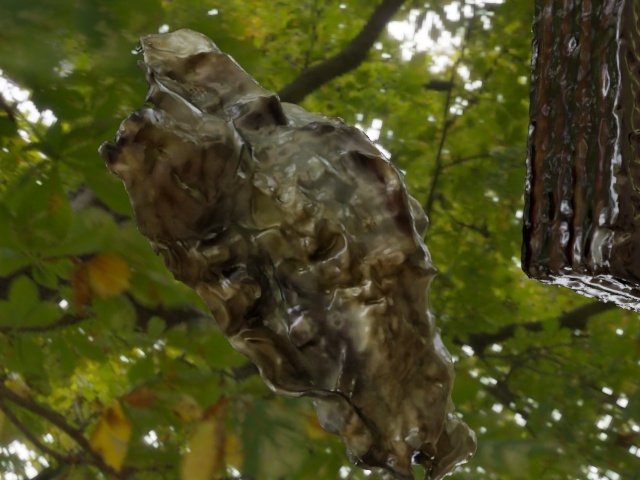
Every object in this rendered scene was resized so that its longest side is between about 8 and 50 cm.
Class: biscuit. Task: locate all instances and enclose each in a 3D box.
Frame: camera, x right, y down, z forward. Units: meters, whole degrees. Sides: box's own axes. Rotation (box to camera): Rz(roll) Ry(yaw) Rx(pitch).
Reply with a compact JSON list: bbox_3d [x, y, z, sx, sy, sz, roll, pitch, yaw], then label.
[{"bbox_3d":[0.176,-0.147,0.587,0.107,0.073,0.388,16,-110,-31],"label":"biscuit"}]

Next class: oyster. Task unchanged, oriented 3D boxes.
[{"bbox_3d":[0.003,-0.002,0.698,0.354,0.107,0.201,53,-147,-9],"label":"oyster"}]
